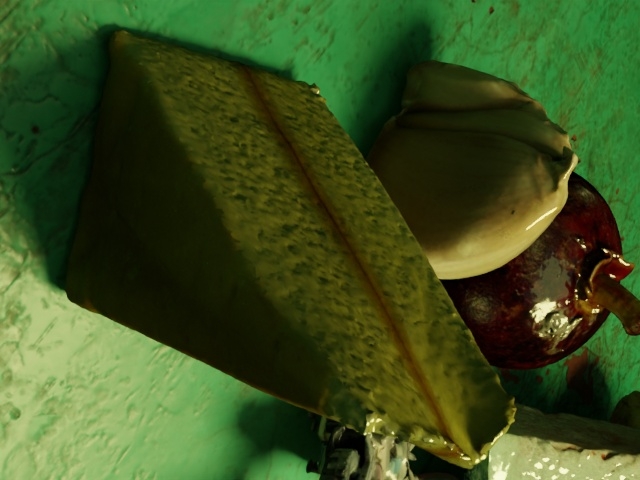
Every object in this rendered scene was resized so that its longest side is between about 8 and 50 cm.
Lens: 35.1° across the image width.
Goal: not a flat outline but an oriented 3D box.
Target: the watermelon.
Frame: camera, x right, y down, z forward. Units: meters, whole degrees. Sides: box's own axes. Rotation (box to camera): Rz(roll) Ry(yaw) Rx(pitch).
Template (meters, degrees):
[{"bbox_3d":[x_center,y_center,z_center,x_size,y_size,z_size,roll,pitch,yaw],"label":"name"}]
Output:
[{"bbox_3d":[0.306,0.300,1.203,0.387,0.258,0.228,40,39,-56],"label":"watermelon"}]

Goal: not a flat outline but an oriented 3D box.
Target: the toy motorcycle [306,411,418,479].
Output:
[{"bbox_3d":[0.053,0.241,1.060,0.239,0.108,0.204,-48,139,-44],"label":"toy motorcycle"}]

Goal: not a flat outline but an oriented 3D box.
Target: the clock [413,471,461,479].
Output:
[{"bbox_3d":[0.108,0.394,1.213,0.244,0.056,0.244,-15,113,-40],"label":"clock"}]

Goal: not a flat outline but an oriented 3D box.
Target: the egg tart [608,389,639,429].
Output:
[{"bbox_3d":[0.438,0.371,1.372,0.341,0.132,0.341,13,90,-85],"label":"egg tart"}]

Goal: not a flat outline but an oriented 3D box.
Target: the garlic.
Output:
[{"bbox_3d":[0.150,-0.059,1.006,0.217,0.228,0.110,-59,140,-10],"label":"garlic"}]

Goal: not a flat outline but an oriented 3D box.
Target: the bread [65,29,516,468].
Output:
[{"bbox_3d":[0.000,0.000,0.781,0.233,0.361,0.245,8,99,-44],"label":"bread"}]

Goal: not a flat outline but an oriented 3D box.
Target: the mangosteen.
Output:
[{"bbox_3d":[0.247,0.037,1.097,0.235,0.261,0.236,-16,114,-39],"label":"mangosteen"}]
